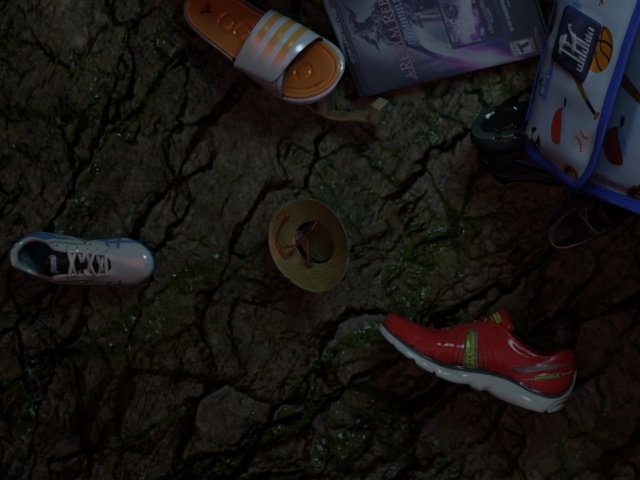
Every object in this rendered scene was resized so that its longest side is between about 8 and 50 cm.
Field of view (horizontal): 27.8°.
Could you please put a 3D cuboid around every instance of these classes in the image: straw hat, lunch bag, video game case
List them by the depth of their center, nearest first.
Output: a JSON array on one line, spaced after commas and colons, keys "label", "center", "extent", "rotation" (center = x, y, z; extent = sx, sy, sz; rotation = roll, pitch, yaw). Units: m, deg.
[{"label": "lunch bag", "center": [0.414, -0.190, 1.420], "extent": [0.385, 0.239, 0.327], "rotation": [27, 117, 35]}, {"label": "video game case", "center": [0.144, -0.303, 1.677], "extent": [0.274, 0.026, 0.196], "rotation": [-11, 117, 23]}, {"label": "straw hat", "center": [0.000, 0.000, 1.836], "extent": [0.144, 0.061, 0.144], "rotation": [9, 106, 36]}]

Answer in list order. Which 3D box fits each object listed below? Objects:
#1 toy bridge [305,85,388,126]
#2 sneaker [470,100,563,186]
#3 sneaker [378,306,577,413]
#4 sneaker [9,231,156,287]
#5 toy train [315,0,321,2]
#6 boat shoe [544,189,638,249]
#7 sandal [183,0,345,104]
[{"label": "toy bridge", "center": [0.010, -0.198, 1.775], "extent": [0.188, 0.026, 0.063], "rotation": [29, 139, 19]}, {"label": "sneaker", "center": [0.332, -0.133, 1.661], "extent": [0.267, 0.101, 0.106], "rotation": [-5, 132, 18]}, {"label": "sneaker", "center": [0.221, 0.144, 1.792], "extent": [0.279, 0.107, 0.118], "rotation": [19, 94, 11]}, {"label": "sneaker", "center": [-0.365, 0.035, 1.976], "extent": [0.237, 0.086, 0.085], "rotation": [4, 106, 19]}, {"label": "toy train", "center": [-0.012, -0.361, 1.749], "extent": [0.024, 0.017, 0.083], "rotation": [-19, 99, 36]}, {"label": "boat shoe", "center": [0.365, -0.041, 1.677], "extent": [0.183, 0.066, 0.066], "rotation": [-36, 91, 27]}, {"label": "sandal", "center": [-0.093, -0.270, 1.745], "extent": [0.265, 0.076, 0.102], "rotation": [31, 95, 20]}]
